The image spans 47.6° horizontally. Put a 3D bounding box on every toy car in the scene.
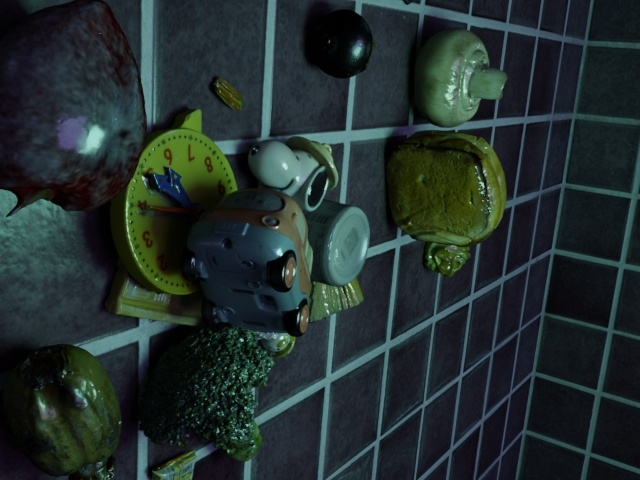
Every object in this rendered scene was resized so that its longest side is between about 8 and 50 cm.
[{"bbox_3d":[-0.102,0.025,1.228,0.270,0.180,0.212,76,26,-48],"label":"toy car"}]

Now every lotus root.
[{"bbox_3d":[-0.372,0.272,1.081,0.154,0.154,0.278,-45,135,-40],"label":"lotus root"},{"bbox_3d":[0.016,0.109,1.672,0.159,0.095,0.135,-9,109,-13],"label":"lotus root"}]

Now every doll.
[{"bbox_3d":[-0.107,0.179,1.508,0.129,0.081,0.207,-42,139,-15],"label":"doll"},{"bbox_3d":[-0.078,-0.072,1.429,0.208,0.144,0.271,5,96,-39],"label":"doll"}]

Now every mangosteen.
[{"bbox_3d":[0.057,-0.403,1.495,0.151,0.137,0.137,-11,110,-48],"label":"mangosteen"}]

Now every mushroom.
[{"bbox_3d":[0.367,-0.410,1.873,0.260,0.234,0.254,31,79,-57],"label":"mushroom"}]

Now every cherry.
[{"bbox_3d":[-0.329,-0.166,0.922,0.230,0.203,0.300,21,83,-54],"label":"cherry"}]

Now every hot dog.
[{"bbox_3d":[-0.167,-0.262,1.306,0.083,0.021,0.037,41,46,-51],"label":"hot dog"}]

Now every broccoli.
[{"bbox_3d":[-0.194,0.330,1.356,0.252,0.221,0.361,-66,159,-51],"label":"broccoli"}]

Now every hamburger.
[{"bbox_3d":[0.316,-0.135,1.829,0.174,0.304,0.284,-45,136,-42],"label":"hamburger"}]

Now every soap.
[{"bbox_3d":[-0.265,0.096,1.272,0.252,0.037,0.092,22,82,-58],"label":"soap"}]

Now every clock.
[{"bbox_3d":[-0.226,-0.051,1.206,0.277,0.071,0.293,-51,134,-43],"label":"clock"}]

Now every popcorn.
[{"bbox_3d":[0.374,0.032,2.165,0.125,0.126,0.145,31,91,-31],"label":"popcorn"}]

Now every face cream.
[{"bbox_3d":[0.000,0.000,1.537,0.177,0.153,0.177,-30,126,-51],"label":"face cream"}]

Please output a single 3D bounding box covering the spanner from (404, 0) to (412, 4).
[{"bbox_3d":[0.282,-0.701,1.834,0.316,0.024,0.087,-54,140,-29],"label":"spanner"}]

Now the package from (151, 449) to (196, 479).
[{"bbox_3d":[-0.284,0.465,1.387,0.108,0.031,0.121,-13,118,-54],"label":"package"}]
